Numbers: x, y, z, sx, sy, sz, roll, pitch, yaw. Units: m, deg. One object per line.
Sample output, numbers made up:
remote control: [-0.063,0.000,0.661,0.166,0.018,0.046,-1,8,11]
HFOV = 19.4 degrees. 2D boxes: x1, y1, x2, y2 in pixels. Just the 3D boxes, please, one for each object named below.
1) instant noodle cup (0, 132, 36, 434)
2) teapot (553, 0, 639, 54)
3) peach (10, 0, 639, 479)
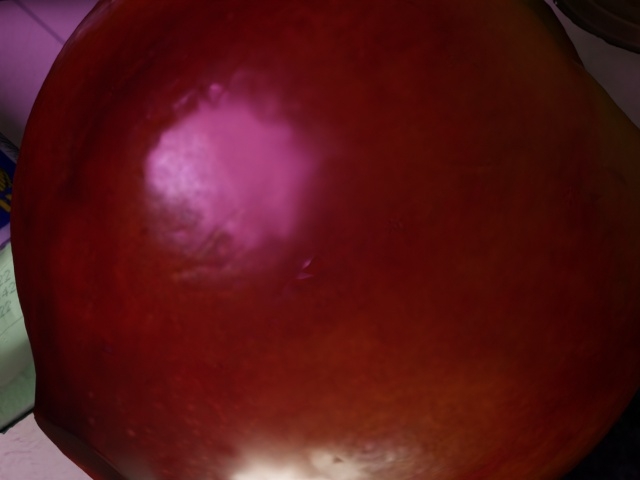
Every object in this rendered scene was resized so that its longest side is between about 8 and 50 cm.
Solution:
instant noodle cup: [-0.325,-0.011,1.389,0.312,0.284,0.284,32,106,24]
teapot: [0.224,-0.206,1.057,0.269,0.173,0.183,11,69,27]
peach: [0.000,0.000,1.047,0.388,0.388,0.388,-2,86,36]
